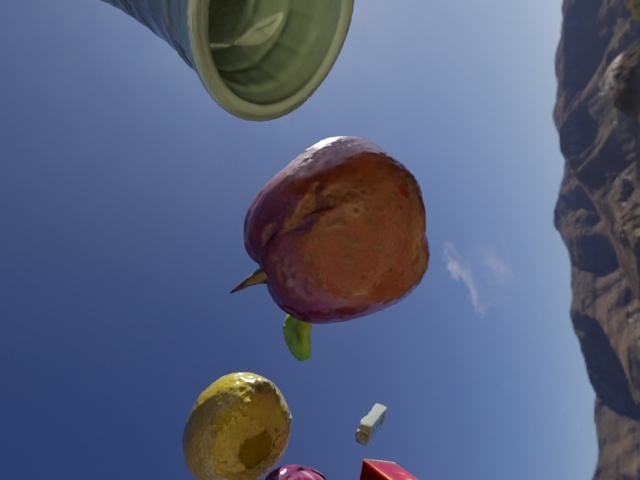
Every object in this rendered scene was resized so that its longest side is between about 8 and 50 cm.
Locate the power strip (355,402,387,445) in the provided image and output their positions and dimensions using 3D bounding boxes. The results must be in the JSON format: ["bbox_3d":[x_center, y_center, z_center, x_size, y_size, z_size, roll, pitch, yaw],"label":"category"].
[{"bbox_3d":[0.170,0.611,1.363,0.286,0.048,0.080,28,-104,-67],"label":"power strip"}]

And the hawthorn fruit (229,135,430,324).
[{"bbox_3d":[0.000,0.000,0.403,0.200,0.179,0.179,-23,-71,-11],"label":"hawthorn fruit"}]

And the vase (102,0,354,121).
[{"bbox_3d":[-0.127,-0.226,0.333,0.143,0.298,0.143,-38,-30,-26],"label":"vase"}]

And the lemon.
[{"bbox_3d":[-0.197,0.454,0.995,0.253,0.253,0.311,16,-72,-49],"label":"lemon"}]

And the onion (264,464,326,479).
[{"bbox_3d":[-0.060,0.575,0.813,0.229,0.163,0.230,29,-134,-34],"label":"onion"}]

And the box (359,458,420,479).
[{"bbox_3d":[0.121,0.580,0.704,0.089,0.197,0.314,20,-103,-22],"label":"box"}]

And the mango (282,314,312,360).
[{"bbox_3d":[-0.078,0.329,1.422,0.100,0.119,0.179,-8,-101,-11],"label":"mango"}]
